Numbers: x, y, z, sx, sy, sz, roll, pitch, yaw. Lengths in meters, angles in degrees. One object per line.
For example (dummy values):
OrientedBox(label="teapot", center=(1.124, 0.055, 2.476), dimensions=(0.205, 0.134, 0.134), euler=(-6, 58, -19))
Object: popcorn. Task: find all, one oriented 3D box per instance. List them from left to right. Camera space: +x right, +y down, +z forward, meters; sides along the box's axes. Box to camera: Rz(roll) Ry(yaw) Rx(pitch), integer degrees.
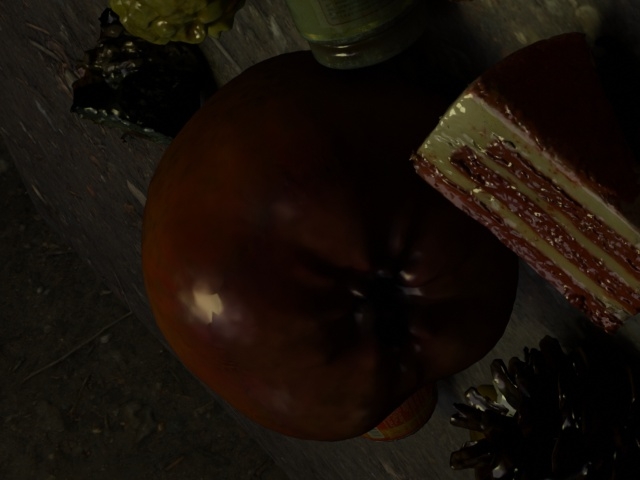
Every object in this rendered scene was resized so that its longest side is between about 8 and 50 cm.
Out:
OrientedBox(label="popcorn", center=(-0.178, -0.355, 1.916), dimensions=(0.235, 0.217, 0.181), euler=(94, 163, -72))

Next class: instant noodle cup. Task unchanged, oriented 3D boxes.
OrientedBox(label="instant noodle cup", center=(0.088, 0.212, 2.296), dimensions=(0.213, 0.213, 0.174), euler=(39, 165, 37))

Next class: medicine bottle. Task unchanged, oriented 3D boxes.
OrientedBox(label="medicine bottle", center=(0.003, -0.348, 1.523), dimensions=(0.151, 0.151, 0.322), euler=(30, 151, 51))

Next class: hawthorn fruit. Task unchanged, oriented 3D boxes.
OrientedBox(label="hawthorn fruit", center=(0.000, 0.000, 1.732), dimensions=(0.472, 0.472, 0.471), euler=(46, 161, 21))

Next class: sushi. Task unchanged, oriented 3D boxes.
OrientedBox(label="sushi", center=(-0.290, -0.273, 2.356), dimensions=(0.225, 0.218, 0.238), euler=(16, 170, -37))

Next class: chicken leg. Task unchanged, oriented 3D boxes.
OrientedBox(label="chicken leg", center=(0.312, -0.104, 1.349), dimensions=(0.322, 0.083, 0.177), euler=(18, 123, 65))

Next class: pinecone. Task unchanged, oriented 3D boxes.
OrientedBox(label="pinecone", center=(0.298, 0.266, 1.772), dimensions=(0.296, 0.242, 0.298), euler=(21, 128, 10))

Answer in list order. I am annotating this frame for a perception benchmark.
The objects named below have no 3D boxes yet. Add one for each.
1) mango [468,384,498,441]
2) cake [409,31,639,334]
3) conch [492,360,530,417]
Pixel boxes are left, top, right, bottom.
OrientedBox(label="mango", center=(0.275, 0.304, 2.153), dimensions=(0.195, 0.098, 0.137), euler=(61, 165, -7))
OrientedBox(label="cake", center=(0.202, -0.047, 1.341), dimensions=(0.158, 0.160, 0.262), euler=(-57, 46, 54))
OrientedBox(label="conch", center=(0.305, 0.214, 1.920), dimensions=(0.176, 0.094, 0.104), euler=(29, 111, 43))
